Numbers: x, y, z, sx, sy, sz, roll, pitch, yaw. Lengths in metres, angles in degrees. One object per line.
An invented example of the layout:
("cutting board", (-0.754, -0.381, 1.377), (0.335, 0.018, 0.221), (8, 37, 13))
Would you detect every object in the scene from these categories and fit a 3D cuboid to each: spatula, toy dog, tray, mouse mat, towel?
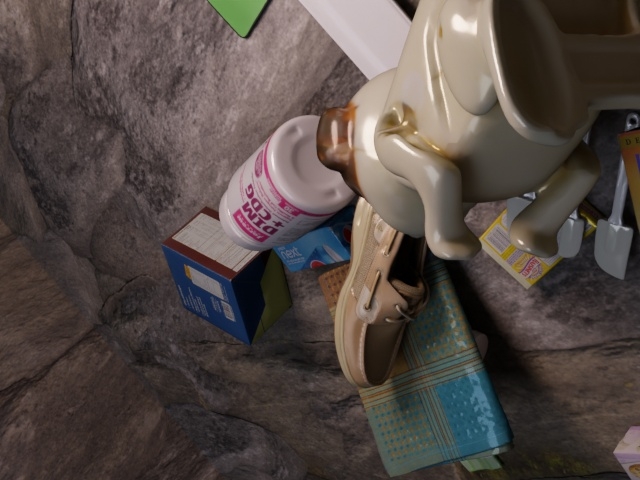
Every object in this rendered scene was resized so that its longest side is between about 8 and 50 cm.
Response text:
("spatula", (0.318, -0.069, 1.204), (0.168, 0.019, 0.242), (23, 135, 31))
("toy dog", (0.154, -0.156, 1.066), (0.395, 0.285, 0.408), (64, 147, 13))
("tray", (0.072, -0.291, 1.286), (0.270, 0.030, 0.145), (48, 150, -2))
("mouse mat", (-0.136, -0.405, 1.444), (0.152, 0.007, 0.190), (48, 149, -1))
("towel", (0.151, 0.192, 1.574), (0.271, 0.040, 0.370), (-25, 83, 43))
("towel", (0.273, 0.389, 1.851), (0.152, 0.023, 0.113), (50, 151, -5))

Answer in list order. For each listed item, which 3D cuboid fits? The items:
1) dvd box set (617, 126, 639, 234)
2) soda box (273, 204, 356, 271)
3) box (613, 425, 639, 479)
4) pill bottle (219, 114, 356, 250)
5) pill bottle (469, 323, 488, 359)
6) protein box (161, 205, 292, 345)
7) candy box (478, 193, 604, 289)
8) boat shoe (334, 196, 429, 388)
("dvd box set", (0.489, 0.063, 0.979), (0.308, 0.062, 0.420), (-9, 97, 53))
("soda box", (0.000, 0.000, 1.692), (0.071, 0.067, 0.210), (55, 150, -13))
("box", (0.558, 0.301, 1.334), (0.067, 0.063, 0.324), (53, 150, -12))
("pill bottle", (-0.060, -0.082, 1.575), (0.160, 0.160, 0.283), (49, 151, -4))
("pill bottle", (0.197, 0.159, 1.607), (0.160, 0.087, 0.087), (23, 143, 37))
("protein box", (-0.190, 0.072, 1.954), (0.201, 0.136, 0.199), (25, 144, 33))
("candy box", (0.300, -0.013, 1.326), (0.105, 0.027, 0.206), (42, 150, 7))
("boat shoe", (0.104, 0.080, 1.480), (0.110, 0.122, 0.340), (18, 110, 40))
